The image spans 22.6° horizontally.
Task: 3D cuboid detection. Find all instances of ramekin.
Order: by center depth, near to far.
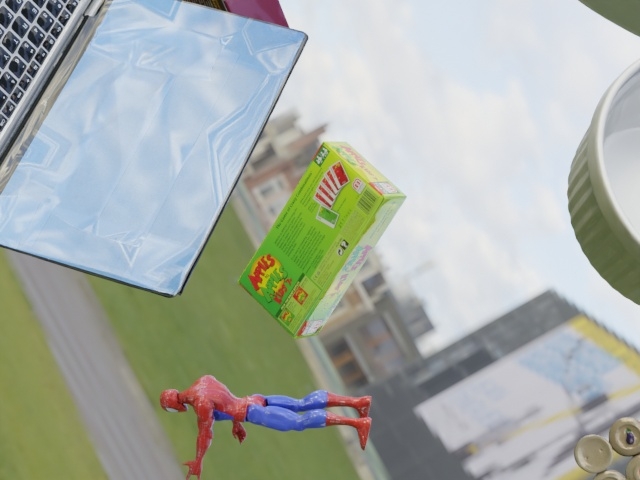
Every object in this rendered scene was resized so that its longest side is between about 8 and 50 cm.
[{"bbox_3d":[0.289,-0.038,1.225,0.207,0.207,0.109,60,-21,12],"label":"ramekin"}]

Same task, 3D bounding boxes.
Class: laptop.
[{"bbox_3d":[-0.282,-0.199,1.718,0.236,0.382,0.408,-7,-42,43],"label":"laptop"}]

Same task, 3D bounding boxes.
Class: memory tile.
[{"bbox_3d":[0.325,0.214,1.516,0.012,0.148,0.113,39,28,-81],"label":"memory tile"}]

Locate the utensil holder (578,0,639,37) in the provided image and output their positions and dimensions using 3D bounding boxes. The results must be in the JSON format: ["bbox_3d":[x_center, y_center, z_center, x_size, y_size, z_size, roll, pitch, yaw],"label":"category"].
[{"bbox_3d":[0.410,-0.379,1.476,0.328,0.385,0.327,26,-1,1],"label":"utensil holder"}]

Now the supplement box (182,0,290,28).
[{"bbox_3d":[-0.134,-0.283,2.024,0.188,0.081,0.104,10,-53,51],"label":"supplement box"}]

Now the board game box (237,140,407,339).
[{"bbox_3d":[0.000,0.000,1.605,0.092,0.181,0.043,44,25,25],"label":"board game box"}]

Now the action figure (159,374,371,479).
[{"bbox_3d":[-0.081,0.260,2.152,0.091,0.280,0.139,-85,-174,-64],"label":"action figure"}]
